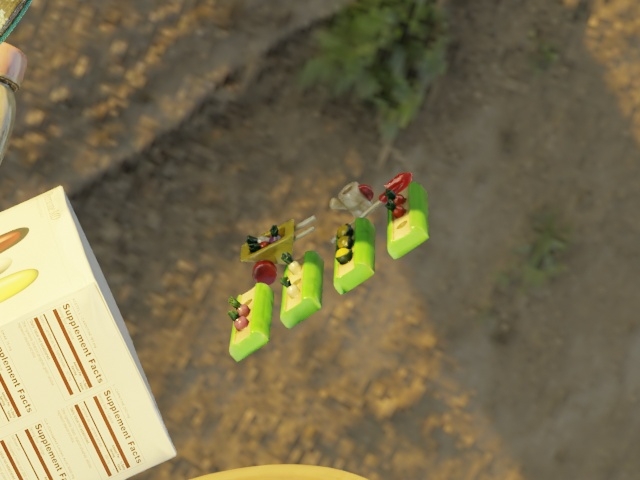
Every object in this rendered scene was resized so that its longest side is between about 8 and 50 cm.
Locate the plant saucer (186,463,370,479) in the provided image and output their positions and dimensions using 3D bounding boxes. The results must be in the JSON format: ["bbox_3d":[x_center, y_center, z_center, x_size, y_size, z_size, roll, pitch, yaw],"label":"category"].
[{"bbox_3d":[-0.075,0.199,0.858,0.278,0.278,0.041,-37,116,-27],"label":"plant saucer"}]

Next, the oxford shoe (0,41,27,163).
[{"bbox_3d":[-0.479,-0.123,1.937,0.140,0.397,0.147,25,67,-59],"label":"oxford shoe"}]

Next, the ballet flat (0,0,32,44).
[{"bbox_3d":[-0.209,-0.209,1.348,0.188,0.070,0.070,-55,137,-12],"label":"ballet flat"}]

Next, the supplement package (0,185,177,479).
[{"bbox_3d":[-0.234,0.093,1.360,0.203,0.194,0.149,-24,115,-5],"label":"supplement package"}]

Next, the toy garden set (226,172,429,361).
[{"bbox_3d":[0.000,0.000,2.055,0.244,0.204,0.049,-34,111,17],"label":"toy garden set"}]
